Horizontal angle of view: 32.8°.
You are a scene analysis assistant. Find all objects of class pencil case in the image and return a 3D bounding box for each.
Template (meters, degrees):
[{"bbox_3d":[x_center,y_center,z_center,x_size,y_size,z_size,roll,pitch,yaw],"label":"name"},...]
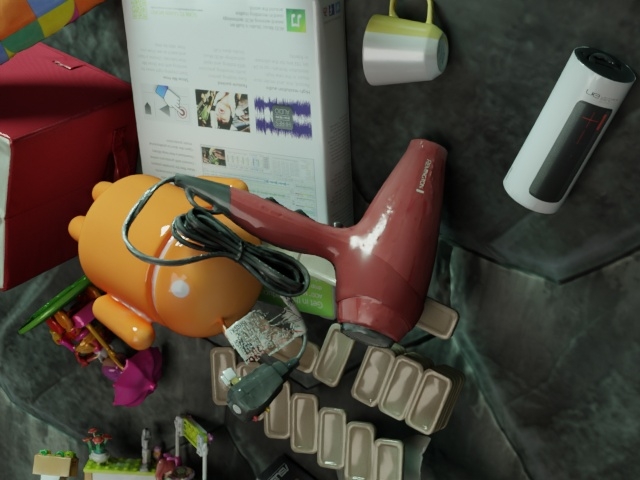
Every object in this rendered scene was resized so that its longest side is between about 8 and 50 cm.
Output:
[{"bbox_3d":[-0.301,-0.233,1.057,0.104,0.236,0.104,48,162,21],"label":"pencil case"}]

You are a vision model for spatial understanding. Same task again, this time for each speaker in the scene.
[{"bbox_3d":[0.205,-0.091,0.900,0.055,0.055,0.136,35,125,16],"label":"speaker"}]

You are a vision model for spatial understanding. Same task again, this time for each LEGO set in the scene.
[{"bbox_3d":[-0.215,0.263,1.303,0.287,0.132,0.107,14,109,35],"label":"LEGO set"}]

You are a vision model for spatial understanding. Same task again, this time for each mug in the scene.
[{"bbox_3d":[0.076,-0.172,0.947,0.064,0.062,0.078,7,121,23],"label":"mug"}]

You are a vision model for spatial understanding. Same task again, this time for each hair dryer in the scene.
[{"bbox_3d":[0.000,0.000,0.945,0.223,0.293,0.080,61,162,-3],"label":"hair dryer"}]

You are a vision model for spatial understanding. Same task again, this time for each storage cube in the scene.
[{"bbox_3d":[-0.330,-0.090,1.168,0.215,0.193,0.183,27,123,22],"label":"storage cube"}]

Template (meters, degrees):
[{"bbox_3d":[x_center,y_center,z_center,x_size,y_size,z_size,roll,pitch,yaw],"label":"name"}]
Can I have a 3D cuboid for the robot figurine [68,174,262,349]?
[{"bbox_3d":[-0.141,0.012,1.037,0.219,0.158,0.128,25,128,35],"label":"robot figurine"}]

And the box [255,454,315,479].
[{"bbox_3d":[-0.028,0.388,1.269,0.183,0.056,0.231,35,126,14],"label":"box"}]

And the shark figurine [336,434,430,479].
[{"bbox_3d":[0.115,0.244,1.049,0.278,0.166,0.116,23,112,22],"label":"shark figurine"}]

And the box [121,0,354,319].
[{"bbox_3d":[-0.079,-0.093,1.089,0.232,0.058,0.322,11,115,30],"label":"box"}]

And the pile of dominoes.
[{"bbox_3d":[0.011,0.113,1.049,0.251,0.040,0.196,25,102,24],"label":"pile of dominoes"}]

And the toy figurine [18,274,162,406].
[{"bbox_3d":[-0.260,0.128,1.286,0.159,0.130,0.173,52,151,-9],"label":"toy figurine"}]
